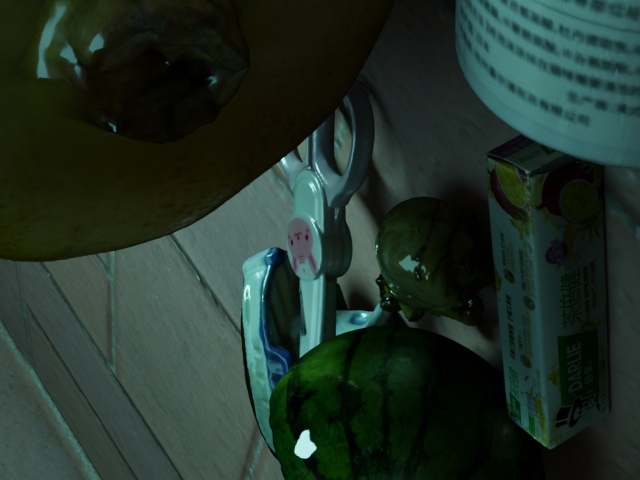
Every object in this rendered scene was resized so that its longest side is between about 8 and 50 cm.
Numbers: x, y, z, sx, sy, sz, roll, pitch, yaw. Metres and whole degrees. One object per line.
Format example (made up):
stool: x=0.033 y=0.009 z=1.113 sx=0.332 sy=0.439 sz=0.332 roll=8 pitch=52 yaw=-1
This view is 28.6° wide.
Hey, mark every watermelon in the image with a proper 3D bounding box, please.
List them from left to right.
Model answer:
watermelon: x=0.072 y=0.135 z=0.821 sx=0.204 sy=0.127 sz=0.232 roll=43 pitch=-165 yaw=1

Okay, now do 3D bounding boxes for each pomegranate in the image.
pomegranate: x=-0.146 y=-0.174 z=0.609 sx=0.416 sy=0.417 sz=0.416 roll=47 pitch=154 yaw=32

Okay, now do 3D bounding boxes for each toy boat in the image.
toy boat: x=0.013 y=0.117 z=1.011 sx=0.115 sy=0.114 sz=0.262 roll=5 pitch=126 yaw=26

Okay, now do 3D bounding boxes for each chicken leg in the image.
chicken leg: x=0.068 y=0.024 z=0.834 sx=0.093 sy=0.070 sz=0.178 roll=53 pitch=164 yaw=4

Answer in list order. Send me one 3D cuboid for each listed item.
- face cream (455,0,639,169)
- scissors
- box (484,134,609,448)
face cream: x=0.118 y=-0.200 z=0.354 sx=0.145 sy=0.145 sz=0.369 roll=45 pitch=151 yaw=35
scissors: x=0.000 y=0.000 z=0.897 sx=0.118 sy=0.031 sz=0.242 roll=22 pitch=115 yaw=57
box: x=0.132 y=0.030 z=0.713 sx=0.041 sy=0.050 sz=0.207 roll=39 pitch=149 yaw=46
